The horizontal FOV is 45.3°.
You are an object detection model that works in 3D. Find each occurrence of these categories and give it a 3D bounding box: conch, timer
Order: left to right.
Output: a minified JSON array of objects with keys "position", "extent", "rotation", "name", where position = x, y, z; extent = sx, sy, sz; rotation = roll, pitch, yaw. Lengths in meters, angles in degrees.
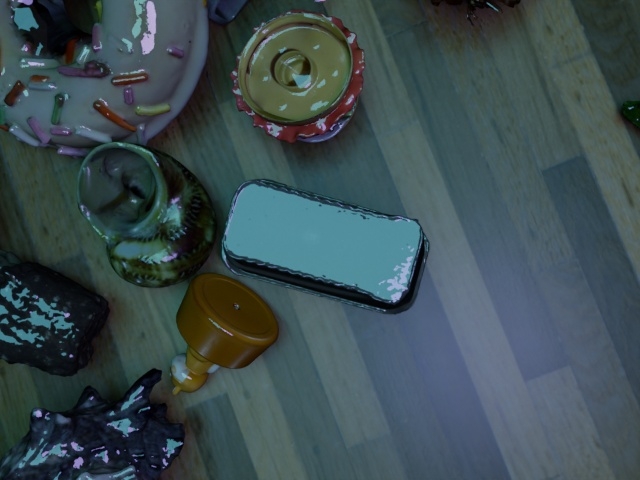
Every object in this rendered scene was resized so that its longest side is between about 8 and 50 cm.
[{"position":[-0.271,0.304,0.919],"extent":[0.240,0.186,0.313],"rotation":[17,51,6],"name":"conch"},{"position":[-0.227,-0.026,1.001],"extent":[0.187,0.124,0.182],"rotation":[22,93,-3],"name":"conch"},{"position":[-0.148,0.139,0.997],"extent":[0.132,0.132,0.152],"rotation":[40,110,7],"name":"timer"}]

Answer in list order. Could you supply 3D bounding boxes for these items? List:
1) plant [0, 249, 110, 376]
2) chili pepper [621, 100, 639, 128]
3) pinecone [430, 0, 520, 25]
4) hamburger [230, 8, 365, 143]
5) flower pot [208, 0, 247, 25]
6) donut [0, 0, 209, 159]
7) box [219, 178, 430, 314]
[{"position":[-0.386,0.096,1.004],"extent":[0.194,0.129,0.132],"rotation":[22,88,4],"name":"plant"},{"position":[0.448,-0.102,0.987],"extent":[0.073,0.050,0.182],"rotation":[-18,82,10],"name":"chili pepper"},{"position":[0.195,-0.383,0.957],"extent":[0.221,0.221,0.222],"rotation":[0,85,5],"name":"pinecone"},{"position":[-0.020,-0.205,0.993],"extent":[0.175,0.137,0.175],"rotation":[-1,86,10],"name":"hamburger"},{"position":[-0.101,-0.411,1.035],"extent":[0.229,0.103,0.108],"rotation":[-45,83,1],"name":"flower pot"},{"position":[-0.327,-0.292,0.980],"extent":[0.382,0.142,0.383],"rotation":[3,100,17],"name":"donut"},{"position":[0.000,0.000,0.954],"extent":[0.274,0.178,0.138],"rotation":[14,86,5],"name":"box"}]
